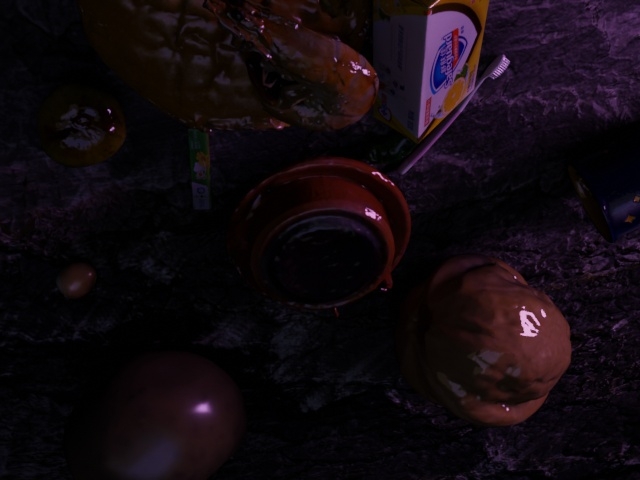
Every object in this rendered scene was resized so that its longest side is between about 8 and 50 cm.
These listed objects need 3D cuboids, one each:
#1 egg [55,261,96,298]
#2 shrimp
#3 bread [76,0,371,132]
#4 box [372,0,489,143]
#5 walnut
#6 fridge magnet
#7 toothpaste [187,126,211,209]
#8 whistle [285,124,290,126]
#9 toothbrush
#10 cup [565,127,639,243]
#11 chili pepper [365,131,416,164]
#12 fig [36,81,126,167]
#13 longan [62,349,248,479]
[{"bbox_3d":[-0.493,0.078,1.301,0.083,0.071,0.071,-39,126,5],"label":"egg"},{"bbox_3d":[-0.047,-0.225,0.850,0.287,0.062,0.152,21,139,-35],"label":"shrimp"},{"bbox_3d":[-0.132,-0.340,0.898,0.399,0.215,0.398,-5,132,-6],"label":"bread"},{"bbox_3d":[0.163,-0.298,0.959,0.168,0.097,0.265,-44,153,-23],"label":"box"},{"bbox_3d":[0.343,0.213,1.384,0.384,0.383,0.383,-4,131,-5],"label":"walnut"},{"bbox_3d":[0.000,0.000,1.246,0.364,0.155,0.363,-4,130,-5],"label":"fridge magnet"},{"bbox_3d":[-0.219,-0.139,1.170,0.037,0.043,0.178,-3,131,-9],"label":"toothpaste"},{"bbox_3d":[-0.052,-0.258,1.104,0.046,0.057,0.109,-18,143,-59],"label":"whistle"},{"bbox_3d":[0.239,-0.223,1.178,0.025,0.020,0.286,22,124,-33],"label":"toothbrush"},{"bbox_3d":[0.634,-0.134,1.254,0.256,0.255,0.178,-27,92,12],"label":"cup"},{"bbox_3d":[0.156,-0.202,1.165,0.073,0.050,0.182,28,120,-20],"label":"chili pepper"},{"bbox_3d":[-0.392,-0.186,1.052,0.153,0.120,0.136,-39,120,24],"label":"fig"},{"bbox_3d":[-0.370,0.426,1.442,0.405,0.336,0.404,-10,125,-14],"label":"longan"}]
